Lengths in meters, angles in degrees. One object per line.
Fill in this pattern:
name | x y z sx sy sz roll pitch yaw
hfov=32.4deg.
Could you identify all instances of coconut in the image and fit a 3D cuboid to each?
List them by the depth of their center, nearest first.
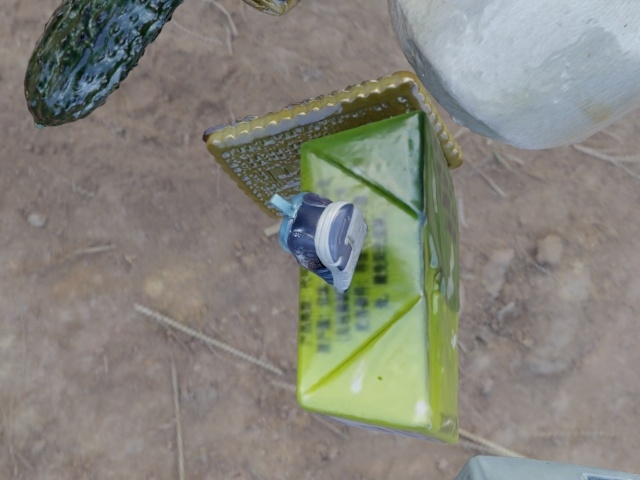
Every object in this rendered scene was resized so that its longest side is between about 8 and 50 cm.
coconut | 0.193 -0.208 0.849 0.237 0.237 0.266 26 134 -26

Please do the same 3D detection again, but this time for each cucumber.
cucumber | -0.135 -0.229 0.910 0.096 0.096 0.359 29 117 -27

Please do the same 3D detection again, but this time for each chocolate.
chocolate | 0.066 0.054 1.104 0.137 0.301 0.289 -3 77 11

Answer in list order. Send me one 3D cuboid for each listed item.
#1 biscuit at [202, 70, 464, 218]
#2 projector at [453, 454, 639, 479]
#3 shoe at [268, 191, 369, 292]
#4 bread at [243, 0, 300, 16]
biscuit | 0.014 -0.096 1.208 0.254 0.029 0.172 -15 145 21
projector | 0.163 0.209 0.724 0.147 0.115 0.061 11 132 -20
shoe | 0.000 0.000 0.893 0.071 0.143 0.064 19 82 12
bread | -0.097 -0.487 1.581 0.277 0.325 0.167 32 126 -9
